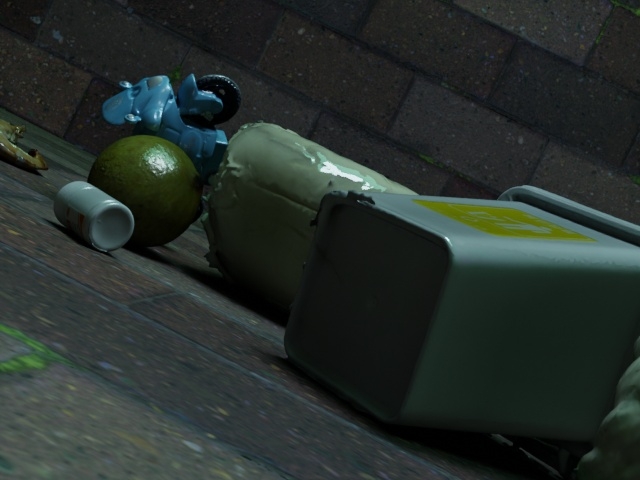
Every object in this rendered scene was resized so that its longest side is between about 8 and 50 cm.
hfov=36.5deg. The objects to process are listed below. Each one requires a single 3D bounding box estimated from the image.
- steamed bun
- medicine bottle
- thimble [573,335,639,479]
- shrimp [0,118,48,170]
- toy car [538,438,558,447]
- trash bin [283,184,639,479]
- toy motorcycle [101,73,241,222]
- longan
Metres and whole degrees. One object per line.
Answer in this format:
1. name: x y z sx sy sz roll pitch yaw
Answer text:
1. steamed bun: 0.000 0.000 1.319 0.312 0.233 0.334 29 5 21
2. medicine bottle: -0.248 -0.027 1.061 0.057 0.057 0.089 26 1 -45
3. thimble: 0.241 0.137 0.580 0.150 0.219 0.219 26 0 22
4. shrimp: -0.500 -0.159 1.592 0.133 0.053 0.236 25 4 -11
5. toy car: 0.376 0.215 1.260 0.358 0.213 0.176 -140 -149 -65
6. trash bin: 0.159 0.092 0.987 0.367 0.296 0.255 7 16 -43
7. toy motorcycle: -0.226 -0.121 1.360 0.182 0.272 0.124 8 34 -22
8. longan: -0.236 -0.058 1.232 0.155 0.176 0.145 66 8 -62
